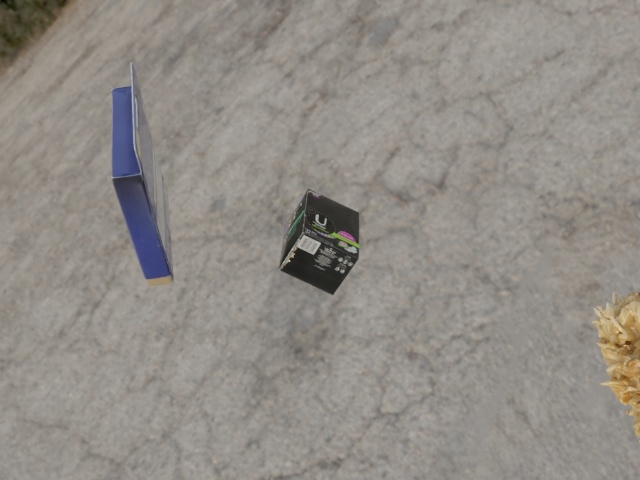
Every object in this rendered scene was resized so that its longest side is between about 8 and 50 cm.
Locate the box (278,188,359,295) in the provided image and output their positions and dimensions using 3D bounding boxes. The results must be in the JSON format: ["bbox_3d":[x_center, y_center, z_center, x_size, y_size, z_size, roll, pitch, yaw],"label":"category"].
[{"bbox_3d":[0.000,0.000,0.802,0.052,0.062,0.083,-57,15,29],"label":"box"}]

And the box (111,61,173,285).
[{"bbox_3d":[-0.200,-0.070,0.915,0.036,0.225,0.136,-7,52,-5],"label":"box"}]

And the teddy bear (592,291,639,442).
[{"bbox_3d":[0.255,0.132,0.329,0.113,0.338,0.245,-51,32,-16],"label":"teddy bear"}]
